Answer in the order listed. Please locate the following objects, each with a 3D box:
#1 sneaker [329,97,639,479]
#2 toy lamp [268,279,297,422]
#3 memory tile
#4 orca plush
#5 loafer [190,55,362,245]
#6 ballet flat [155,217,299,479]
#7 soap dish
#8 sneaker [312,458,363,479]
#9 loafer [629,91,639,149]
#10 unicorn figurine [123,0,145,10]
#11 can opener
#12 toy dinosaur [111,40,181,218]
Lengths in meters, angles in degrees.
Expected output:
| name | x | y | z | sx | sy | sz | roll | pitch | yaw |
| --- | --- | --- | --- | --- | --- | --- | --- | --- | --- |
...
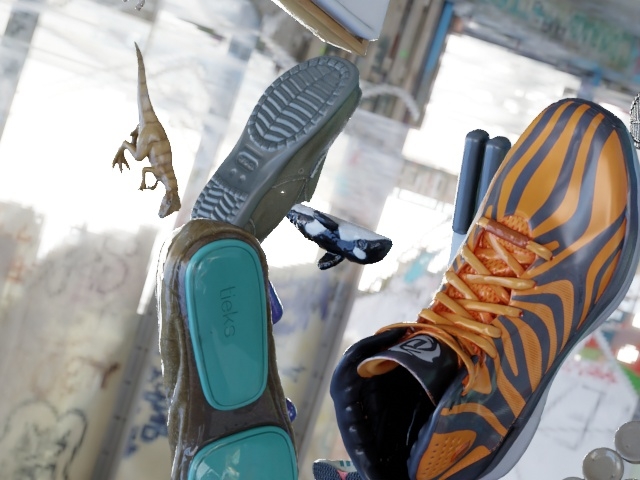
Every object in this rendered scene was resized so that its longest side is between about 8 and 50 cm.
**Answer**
| name | x | y | z | sx | sy | sz | roll | pitch | yaw |
| --- | --- | --- | --- | --- | --- | --- | --- | --- | --- |
| sneaker | 0.117 | 0.051 | 0.811 | 0.124 | 0.321 | 0.180 | 26 | -164 | 33 |
| toy lamp | -0.091 | 0.185 | 1.909 | 0.080 | 0.275 | 0.080 | -5 | -152 | 3 |
| memory tile | 0.253 | 0.235 | 0.979 | 0.113 | 0.148 | 0.012 | 48 | -178 | 37 |
| orca plush | 0.000 | 0.000 | 2.101 | 0.287 | 0.102 | 0.151 | 22 | -178 | 23 |
| loafer | -0.040 | -0.091 | 1.253 | 0.094 | 0.251 | 0.087 | 46 | -172 | 37 |
| ballet flat | -0.092 | 0.143 | 0.979 | 0.116 | 0.342 | 0.124 | -13 | -164 | -23 |
| soap dish | -0.005 | -0.449 | 1.766 | 0.118 | 0.229 | 0.291 | 3 | 161 | 40 |
| sneaker | 0.060 | 0.474 | 2.327 | 0.161 | 0.057 | 0.075 | 2 | -174 | 39 |
| loafer | 0.452 | -0.152 | 1.391 | 0.078 | 0.080 | 0.220 | 5 | 175 | -17 |
| unicorn figurine | -0.275 | -0.429 | 1.870 | 0.060 | 0.111 | 0.162 | 28 | -166 | -35 |
| can opener | 0.238 | -0.033 | 1.717 | 0.074 | 0.280 | 0.093 | 21 | -147 | 32 |
| toy dinosaur | -0.211 | -0.132 | 1.424 | 0.112 | 0.211 | 0.064 | -14 | -177 | 45 |
